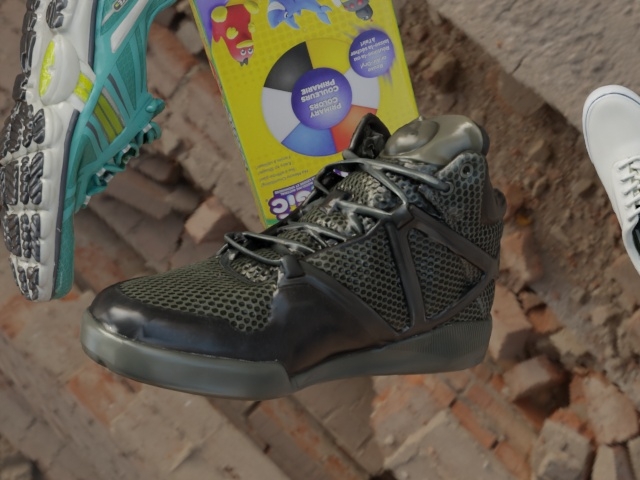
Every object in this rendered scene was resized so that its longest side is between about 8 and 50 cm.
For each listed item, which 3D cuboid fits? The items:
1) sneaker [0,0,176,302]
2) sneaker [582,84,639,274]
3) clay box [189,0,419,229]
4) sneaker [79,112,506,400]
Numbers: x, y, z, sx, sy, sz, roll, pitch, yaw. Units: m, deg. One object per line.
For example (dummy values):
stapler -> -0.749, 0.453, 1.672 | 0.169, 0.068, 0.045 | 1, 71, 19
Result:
sneaker -> -0.168, -0.085, 0.761 | 0.107, 0.110, 0.275 | 17, 94, 56
sneaker -> 0.379, -0.058, 1.196 | 0.094, 0.091, 0.258 | -23, 105, 21
clay box -> -0.001, -0.095, 0.716 | 0.127, 0.053, 0.222 | -21, 115, -7
sneaker -> 0.000, 0.000, 0.468 | 0.087, 0.228, 0.130 | 29, 115, 49
